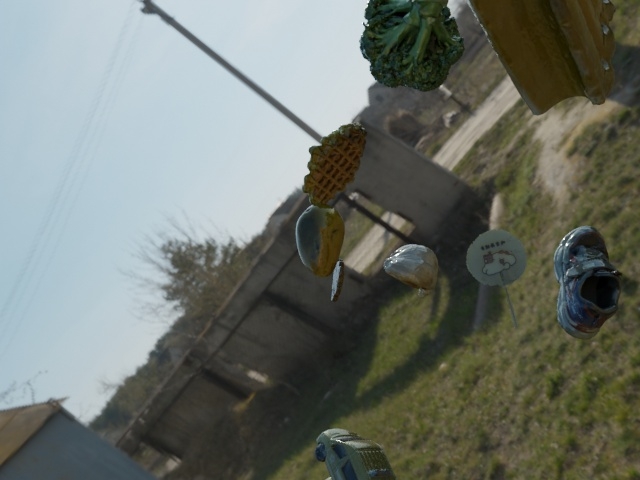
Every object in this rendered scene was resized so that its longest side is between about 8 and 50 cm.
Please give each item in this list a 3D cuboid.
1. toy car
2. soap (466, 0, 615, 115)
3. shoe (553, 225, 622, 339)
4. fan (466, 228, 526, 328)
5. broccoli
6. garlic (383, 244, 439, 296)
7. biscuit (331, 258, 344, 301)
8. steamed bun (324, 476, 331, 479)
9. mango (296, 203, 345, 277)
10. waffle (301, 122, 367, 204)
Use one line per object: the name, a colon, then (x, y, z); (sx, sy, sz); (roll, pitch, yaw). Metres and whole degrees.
toy car: (0.085, 0.484, 1.261); (0.124, 0.101, 0.256); (-59, 38, 28)
soap: (0.281, -0.343, 0.777); (0.143, 0.281, 0.259); (-9, 52, 39)
shoe: (0.502, 0.064, 1.143); (0.125, 0.100, 0.227); (90, -171, -67)
fan: (0.588, 0.124, 1.982); (0.191, 0.328, 0.009); (-17, -9, 11)
broccoli: (0.206, -0.476, 1.387); (0.270, 0.270, 0.270); (-52, -4, -21)
garlic: (0.156, 0.043, 1.007); (0.074, 0.094, 0.113); (-52, -1, 5)
biscuit: (0.049, 0.097, 1.651); (0.129, 0.019, 0.119); (-89, 10, -52)
steamed bun: (0.097, 0.709, 1.490); (0.203, 0.276, 0.289); (-45, -33, 8)
mango: (0.000, 0.000, 1.616); (0.137, 0.195, 0.098); (-9, -9, 32)
waffle: (0.037, -0.212, 1.715); (0.243, 0.059, 0.237); (-34, -32, -32)
